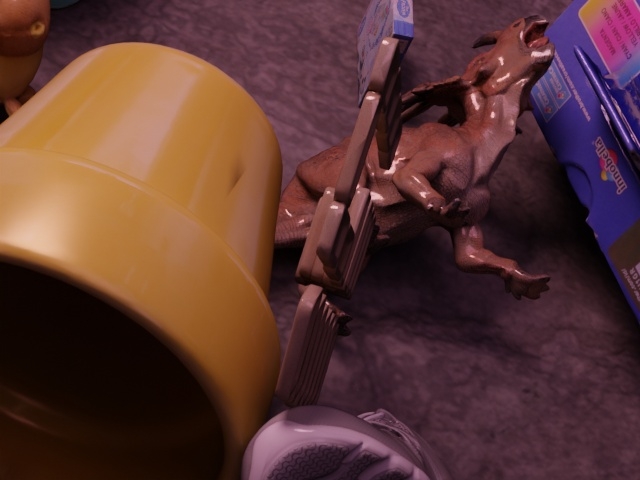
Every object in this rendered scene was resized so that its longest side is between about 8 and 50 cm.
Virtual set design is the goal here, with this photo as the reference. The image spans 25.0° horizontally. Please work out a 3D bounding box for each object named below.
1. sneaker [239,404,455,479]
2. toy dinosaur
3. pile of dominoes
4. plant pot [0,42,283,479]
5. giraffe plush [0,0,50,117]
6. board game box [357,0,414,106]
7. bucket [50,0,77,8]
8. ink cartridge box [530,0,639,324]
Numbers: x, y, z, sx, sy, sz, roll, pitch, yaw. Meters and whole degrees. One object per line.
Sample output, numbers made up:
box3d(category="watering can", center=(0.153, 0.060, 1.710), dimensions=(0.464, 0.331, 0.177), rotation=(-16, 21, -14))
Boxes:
box3d(category="sneaker", center=(0.017, 0.150, 0.863), dimensions=(0.105, 0.281, 0.115), rotation=(-34, 58, 4))
box3d(category="toy dinosaur", center=(0.050, -0.046, 1.082), dimensions=(0.296, 0.127, 0.200), rotation=(-15, 46, -3))
box3d(category="pile of dominoes", center=(0.000, 0.000, 0.837), dimensions=(0.040, 0.251, 0.196), rotation=(18, 84, 6))
box3d(category="plant pot", center=(-0.131, 0.015, 0.873), dimensions=(0.254, 0.254, 0.239), rotation=(26, 46, -4))
box3d(category="giraffe plush", center=(-0.261, -0.145, 1.001), dimensions=(0.170, 0.210, 0.181), rotation=(9, 71, -39))
box3d(category="board game box", center=(0.053, -0.171, 1.197), dimensions=(0.020, 0.090, 0.090), rotation=(10, 52, -14))
box3d(category="bucket", center=(-0.262, -0.332, 1.120), dimensions=(0.281, 0.183, 0.281), rotation=(12, 51, -15))
box3d(category="ink cartridge box", center=(0.335, -0.068, 1.156), dimensions=(0.395, 0.151, 0.270), rotation=(2, 53, -36))
